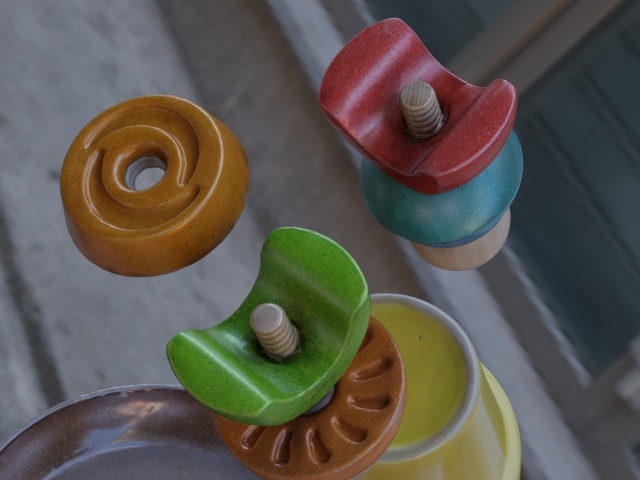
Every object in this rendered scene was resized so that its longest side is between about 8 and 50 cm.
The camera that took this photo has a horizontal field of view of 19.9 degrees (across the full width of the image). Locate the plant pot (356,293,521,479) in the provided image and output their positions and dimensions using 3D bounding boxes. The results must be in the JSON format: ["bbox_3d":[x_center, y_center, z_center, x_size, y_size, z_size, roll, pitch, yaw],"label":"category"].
[{"bbox_3d":[0.058,0.171,1.656,0.254,0.254,0.239,57,-12,27],"label":"plant pot"}]

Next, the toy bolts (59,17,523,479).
[{"bbox_3d":[0.000,0.000,0.973,0.218,0.228,0.158,40,-12,30],"label":"toy bolts"}]

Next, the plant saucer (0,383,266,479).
[{"bbox_3d":[-0.106,0.239,1.288,0.310,0.050,0.310,8,49,-9],"label":"plant saucer"}]
